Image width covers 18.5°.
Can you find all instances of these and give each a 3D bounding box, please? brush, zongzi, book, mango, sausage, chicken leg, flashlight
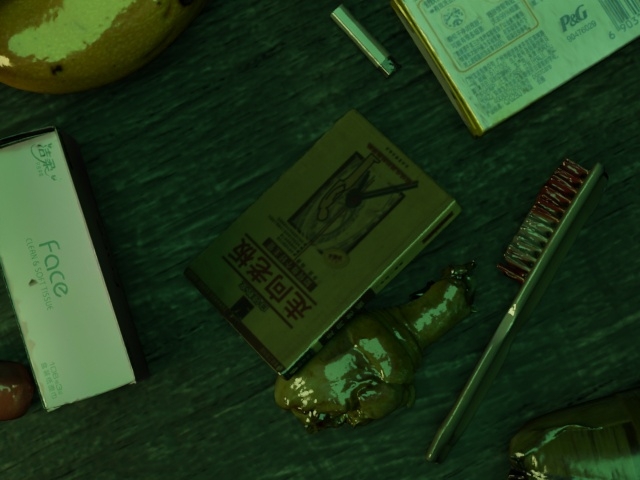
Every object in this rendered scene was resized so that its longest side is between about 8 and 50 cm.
[{"bbox_3d":[0.174,0.063,1.849,0.050,0.060,0.321,29,87,16],"label":"brush"},{"bbox_3d":[0.336,0.276,1.795,0.286,0.138,0.300,-17,88,3],"label":"zongzi"},{"bbox_3d":[0.000,0.000,1.837,0.231,0.026,0.161,-45,57,-1],"label":"book"},{"bbox_3d":[-0.197,-0.253,1.849,0.177,0.120,0.295,41,90,-4],"label":"mango"},{"bbox_3d":[-0.318,0.140,1.854,0.094,0.054,0.059,3,47,0],"label":"sausage"},{"bbox_3d":[0.064,0.106,1.841,0.228,0.088,0.103,-30,75,-6],"label":"chicken leg"},{"bbox_3d":[0.044,-0.192,1.886,0.018,0.018,0.083,-42,87,-3],"label":"flashlight"}]

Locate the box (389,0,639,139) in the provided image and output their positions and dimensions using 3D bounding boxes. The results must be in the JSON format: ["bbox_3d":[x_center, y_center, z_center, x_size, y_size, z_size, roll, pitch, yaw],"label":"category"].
[{"bbox_3d":[0.217,-0.232,1.844,0.265,0.097,0.168,-33,86,-1],"label":"box"}]

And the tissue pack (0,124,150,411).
[{"bbox_3d":[-0.240,0.025,1.819,0.092,0.148,0.246,-18,88,-1],"label":"tissue pack"}]
